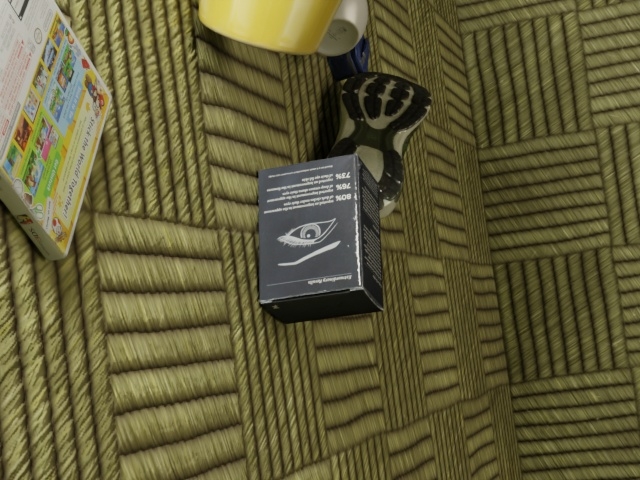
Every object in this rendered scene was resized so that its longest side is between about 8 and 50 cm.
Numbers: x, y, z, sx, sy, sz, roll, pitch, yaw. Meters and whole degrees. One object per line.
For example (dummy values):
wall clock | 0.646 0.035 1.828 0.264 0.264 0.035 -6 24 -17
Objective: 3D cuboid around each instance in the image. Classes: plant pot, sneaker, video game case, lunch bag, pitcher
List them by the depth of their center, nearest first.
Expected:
video game case | -0.270 -0.131 1.154 0.206 0.026 0.227 63 24 -44
plant pot | -0.052 -0.377 1.583 0.254 0.254 0.239 -48 157 -68
pitcher | -0.008 -0.413 1.996 0.178 0.125 0.207 31 38 -42
sneaker | 0.076 -0.138 2.108 0.410 0.158 0.182 -67 176 -46
lunch bag | 0.056 -0.337 2.214 0.098 0.065 0.067 -81 155 -43

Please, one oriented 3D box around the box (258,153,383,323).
box | 0.000 0.000 1.731 0.108 0.153 0.207 47 39 -62
